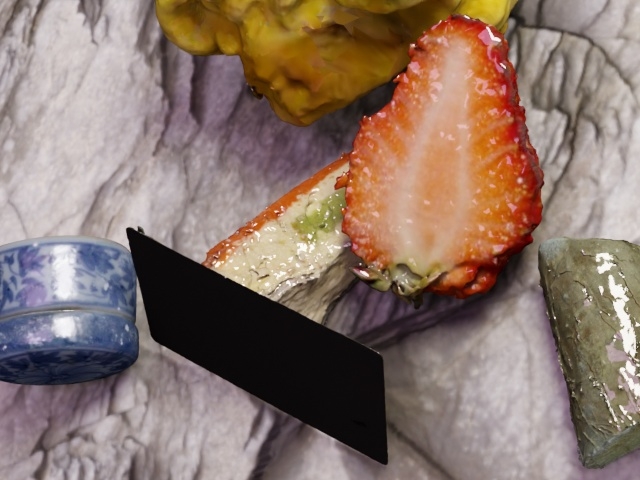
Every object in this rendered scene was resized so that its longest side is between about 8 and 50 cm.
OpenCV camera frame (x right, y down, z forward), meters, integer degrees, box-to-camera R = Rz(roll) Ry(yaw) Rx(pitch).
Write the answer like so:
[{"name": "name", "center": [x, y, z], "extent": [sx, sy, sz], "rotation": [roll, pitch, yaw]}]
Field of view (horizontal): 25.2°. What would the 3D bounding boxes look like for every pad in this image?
[{"name": "pad", "center": [-0.053, 0.089, 1.226], "extent": [0.265, 0.160, 0.009], "rotation": [26, 54, 25]}]

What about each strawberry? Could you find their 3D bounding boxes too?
[{"name": "strawberry", "center": [0.117, -0.060, 1.212], "extent": [0.175, 0.107, 0.236], "rotation": [37, 106, 7]}]

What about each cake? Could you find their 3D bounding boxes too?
[{"name": "cake", "center": [-0.002, 0.014, 1.286], "extent": [0.086, 0.117, 0.220], "rotation": [38, 58, 25]}]

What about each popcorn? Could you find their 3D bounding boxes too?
[{"name": "popcorn", "center": [0.031, -0.245, 1.226], "extent": [0.297, 0.281, 0.316], "rotation": [22, 105, -11]}]

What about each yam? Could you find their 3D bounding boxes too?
[{"name": "yam", "center": [0.235, 0.080, 1.138], "extent": [0.107, 0.107, 0.183], "rotation": [-19, 67, 16]}]

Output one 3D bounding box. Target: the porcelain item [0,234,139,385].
[{"name": "porcelain item", "center": [-0.239, 0.069, 1.306], "extent": [0.147, 0.147, 0.114], "rotation": [-13, 70, 18]}]
